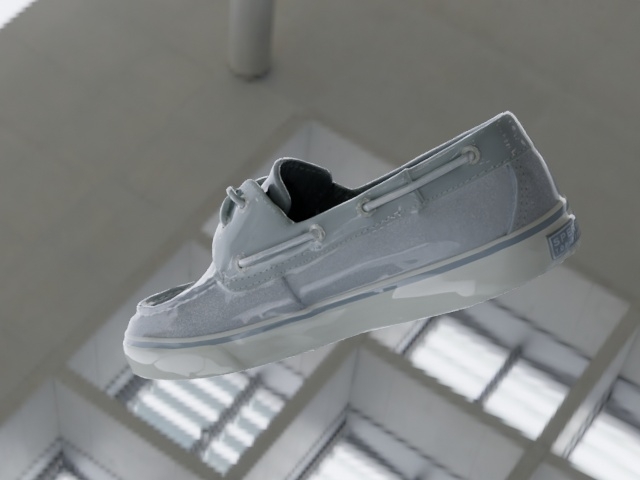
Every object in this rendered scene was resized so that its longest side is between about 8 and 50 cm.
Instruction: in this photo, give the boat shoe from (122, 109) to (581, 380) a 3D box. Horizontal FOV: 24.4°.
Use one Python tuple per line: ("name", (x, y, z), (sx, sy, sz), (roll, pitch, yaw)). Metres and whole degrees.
("boat shoe", (0.000, 0.000, 0.649), (0.227, 0.081, 0.079), (-18, -172, 29))
